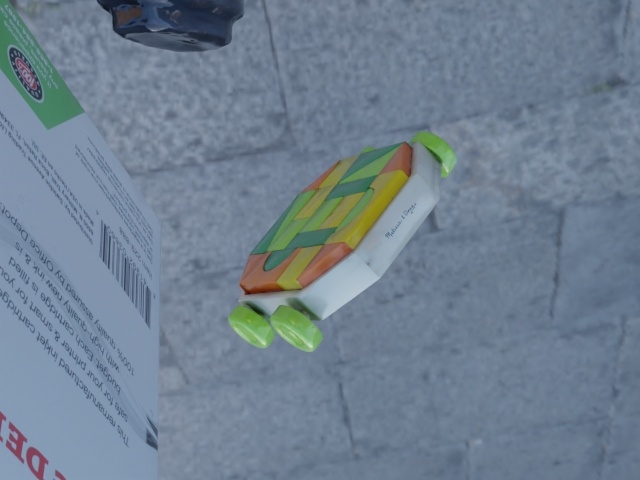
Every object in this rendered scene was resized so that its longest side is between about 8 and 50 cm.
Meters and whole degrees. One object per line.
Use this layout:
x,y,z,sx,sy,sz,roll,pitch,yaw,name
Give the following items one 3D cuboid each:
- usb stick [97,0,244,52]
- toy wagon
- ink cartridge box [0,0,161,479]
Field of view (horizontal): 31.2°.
-0.057,-0.214,0.434,0.045,0.278,0.077,0,-179,20,usb stick
0.000,0.000,1.274,0.068,0.267,0.344,45,159,-17,toy wagon
-0.174,0.040,0.553,0.121,0.289,0.211,-19,132,10,ink cartridge box
